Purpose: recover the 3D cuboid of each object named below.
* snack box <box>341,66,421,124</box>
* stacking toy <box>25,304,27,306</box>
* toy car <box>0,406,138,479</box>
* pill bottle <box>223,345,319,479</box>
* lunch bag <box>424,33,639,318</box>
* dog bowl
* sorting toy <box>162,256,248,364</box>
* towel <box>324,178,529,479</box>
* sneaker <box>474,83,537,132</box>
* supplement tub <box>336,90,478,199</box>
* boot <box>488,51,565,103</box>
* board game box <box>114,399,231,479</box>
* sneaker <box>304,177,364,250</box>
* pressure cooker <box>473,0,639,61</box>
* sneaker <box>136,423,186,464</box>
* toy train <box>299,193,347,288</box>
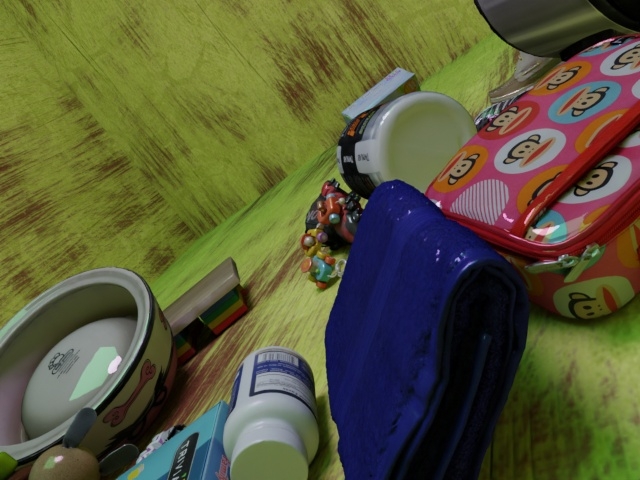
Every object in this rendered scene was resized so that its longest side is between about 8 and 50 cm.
[{"bbox_3d":[0.166,-0.259,1.246,0.175,0.207,0.070,-39,44,-7],"label":"snack box"},{"bbox_3d":[-0.558,0.260,1.220,0.175,0.301,0.166,-44,14,-20],"label":"stacking toy"},{"bbox_3d":[-0.352,0.322,0.738,0.188,0.155,0.149,-45,14,-6],"label":"toy car"},{"bbox_3d":[-0.050,0.185,0.556,0.094,0.094,0.169,-37,13,6],"label":"pill bottle"},{"bbox_3d":[0.266,-0.067,0.492,0.293,0.120,0.258,-42,27,-6],"label":"lunch bag"},{"bbox_3d":[-0.451,0.249,1.007,0.408,0.150,0.407,-16,42,15],"label":"dog bowl"},{"bbox_3d":[-0.278,0.168,1.252,0.257,0.089,0.255,-40,13,-4],"label":"sorting toy"},{"bbox_3d":[0.072,0.077,0.468,0.308,0.076,0.227,-104,31,-73],"label":"towel"},{"bbox_3d":[0.343,-0.224,0.966,0.171,0.063,0.075,-29,9,17],"label":"sneaker"},{"bbox_3d":[0.143,-0.163,1.014,0.194,0.193,0.316,-40,13,-6],"label":"supplement tub"},{"bbox_3d":[0.422,-0.401,1.128,0.213,0.165,0.077,-28,15,32],"label":"boot"},{"bbox_3d":[-0.212,0.337,0.511,0.336,0.079,0.254,-37,13,6],"label":"board game box"},{"bbox_3d":[0.037,-0.029,1.069,0.135,0.098,0.276,-54,22,9],"label":"sneaker"},{"bbox_3d":[0.454,-0.476,0.796,0.369,0.376,0.420,-67,16,4],"label":"pressure cooker"},{"bbox_3d":[-0.218,0.294,0.767,0.069,0.038,0.098,-37,13,12],"label":"sneaker"},{"bbox_3d":[0.000,0.000,0.964,0.125,0.046,0.166,-44,41,45],"label":"toy train"}]
